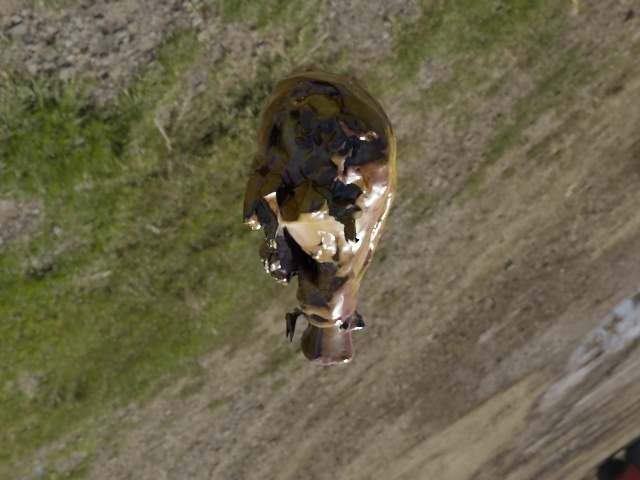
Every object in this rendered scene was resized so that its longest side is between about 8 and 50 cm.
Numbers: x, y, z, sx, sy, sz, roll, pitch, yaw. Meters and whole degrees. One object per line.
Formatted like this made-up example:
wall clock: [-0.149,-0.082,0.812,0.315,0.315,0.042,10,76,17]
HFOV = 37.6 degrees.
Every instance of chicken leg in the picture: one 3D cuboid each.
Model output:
chicken leg: [0.002,-0.001,0.587,0.101,0.085,0.208,-67,161,-56]
